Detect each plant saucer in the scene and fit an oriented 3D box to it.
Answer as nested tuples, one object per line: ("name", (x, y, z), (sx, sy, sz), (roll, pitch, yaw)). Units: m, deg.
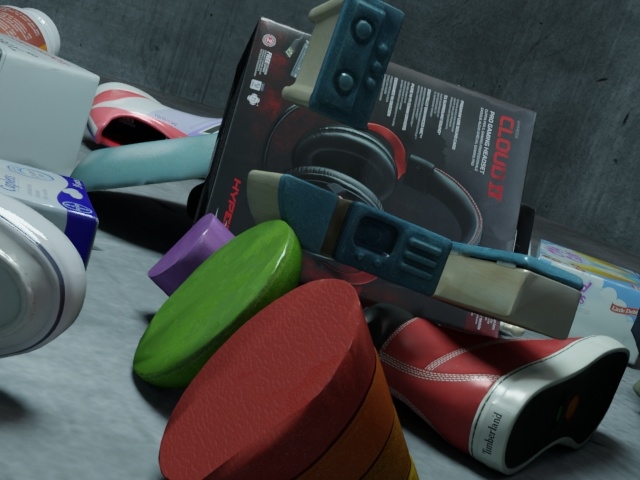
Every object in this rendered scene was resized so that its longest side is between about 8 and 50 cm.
("plant saucer", (-0.113, -0.090, 1.045), (0.317, 0.044, 0.317), (-7, 6, 1))

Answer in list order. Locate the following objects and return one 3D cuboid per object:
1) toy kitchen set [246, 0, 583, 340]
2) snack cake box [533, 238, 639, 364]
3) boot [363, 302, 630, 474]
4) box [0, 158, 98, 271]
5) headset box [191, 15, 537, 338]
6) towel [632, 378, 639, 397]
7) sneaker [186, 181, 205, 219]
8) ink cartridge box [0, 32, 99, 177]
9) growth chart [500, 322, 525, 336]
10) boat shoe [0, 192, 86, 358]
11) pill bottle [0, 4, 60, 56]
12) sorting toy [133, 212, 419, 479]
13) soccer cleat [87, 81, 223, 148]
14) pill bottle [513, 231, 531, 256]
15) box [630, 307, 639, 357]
("toy kitchen set", (0.078, -0.049, 0.657), (0.207, 0.166, 0.122), (21, -2, -26))
("snack cake box", (0.342, 0.072, 1.284), (0.152, 0.089, 0.264), (21, 9, 10))
("boot", (0.123, 0.091, 0.757), (0.176, 0.088, 0.244), (24, 14, 35))
("box", (-0.234, -0.015, 0.683), (0.137, 0.072, 0.126), (15, 9, -22))
("headset box", (0.049, -0.036, 0.861), (0.293, 0.218, 0.110), (18, -18, -11))
("towel", (0.440, 0.217, 0.801), (0.312, 0.056, 0.324), (16, 11, -1))
("sneaker", (0.000, 0.000, 0.997), (0.302, 0.108, 0.121), (14, 7, 24))
("ink cartridge box", (-0.434, -0.179, 1.065), (0.307, 0.129, 0.223), (10, 13, -45))
("growth chart", (0.145, 0.060, 1.174), (0.172, 0.021, 0.237), (18, 9, 1))
("boat shoe", (-0.252, 0.004, 0.474), (0.267, 0.096, 0.088), (18, 13, 0))
("pill bottle", (-0.443, -0.252, 1.340), (0.121, 0.121, 0.216), (20, 26, 4))
("sorting toy", (-0.023, 0.077, 0.588), (0.126, 0.127, 0.365), (47, -3, -19))
("soccer cleat", (-0.194, -0.139, 1.466), (0.318, 0.109, 0.116), (17, 29, -21))
("pill bottle", (0.230, 0.002, 1.381), (0.119, 0.119, 0.208), (19, 10, 0))
("box", (0.466, -0.046, 0.739), (0.297, 0.480, 0.472), (19, 11, 9))
